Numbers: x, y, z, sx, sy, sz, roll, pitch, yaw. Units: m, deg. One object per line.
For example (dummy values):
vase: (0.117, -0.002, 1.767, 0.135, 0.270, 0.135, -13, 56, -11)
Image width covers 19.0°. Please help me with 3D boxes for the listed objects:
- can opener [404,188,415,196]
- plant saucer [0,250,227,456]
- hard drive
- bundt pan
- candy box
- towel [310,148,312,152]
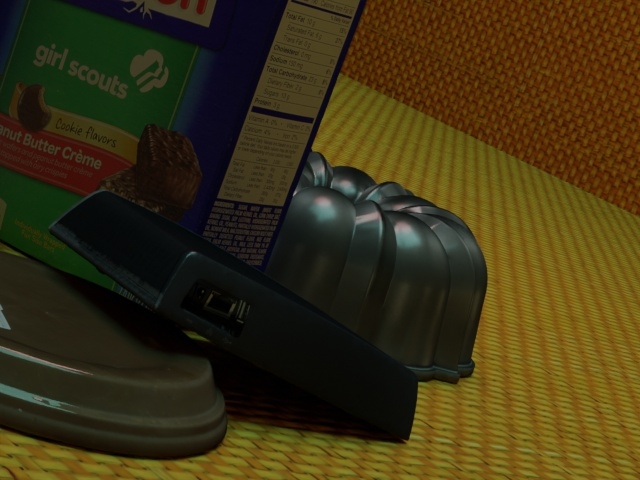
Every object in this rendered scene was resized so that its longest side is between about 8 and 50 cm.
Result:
can opener: (0.039, -0.008, 2.017, 0.095, 0.076, 0.283, 58, 21, 16)
plant saucer: (-0.183, 0.058, 1.188, 0.277, 0.041, 0.278, 21, 10, -4)
hard drive: (-0.052, 0.049, 1.323, 0.254, 0.054, 0.172, 31, 0, -40)
bundt pan: (0.000, 0.000, 1.657, 0.330, 0.124, 0.331, 20, 9, -3)
candy box: (-0.136, -0.128, 1.481, 0.268, 0.317, 0.122, 26, 10, 29)
towel: (-0.158, -0.157, 2.274, 0.308, 0.076, 0.227, 24, 4, 8)
